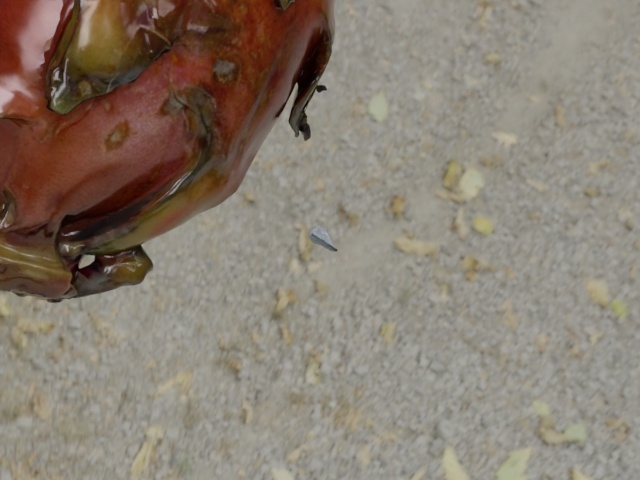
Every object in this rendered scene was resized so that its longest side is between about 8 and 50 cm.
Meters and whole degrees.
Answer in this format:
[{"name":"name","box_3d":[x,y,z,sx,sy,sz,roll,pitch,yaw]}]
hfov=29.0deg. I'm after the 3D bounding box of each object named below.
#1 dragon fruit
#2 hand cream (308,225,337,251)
[{"name":"dragon fruit","box_3d":[-0.107,-0.127,0.621,0.250,0.250,0.315,2,100,-14]},{"name":"hand cream","box_3d":[0.000,0.000,1.240,0.030,0.093,0.019,32,95,-6]}]
